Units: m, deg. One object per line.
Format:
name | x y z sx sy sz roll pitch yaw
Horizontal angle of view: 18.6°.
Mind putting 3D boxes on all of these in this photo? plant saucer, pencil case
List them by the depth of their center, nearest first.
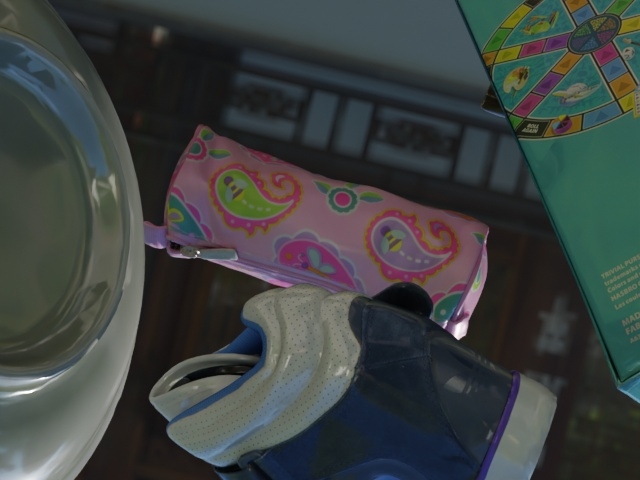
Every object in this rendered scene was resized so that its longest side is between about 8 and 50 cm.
plant saucer | -0.218 -0.015 1.157 0.100 0.401 0.400 -11 166 37
pencil case | 0.000 0.000 1.644 0.284 0.124 0.124 18 -178 6

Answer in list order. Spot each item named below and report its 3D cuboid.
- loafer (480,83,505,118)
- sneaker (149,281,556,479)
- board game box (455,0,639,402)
loafer | 0.185 -0.216 1.860 0.078 0.220 0.080 2 164 1
sneaker | -0.010 0.162 1.285 0.236 0.323 0.130 24 -142 -3
board game box | 0.194 -0.124 0.873 0.253 0.336 0.079 -31 148 19
